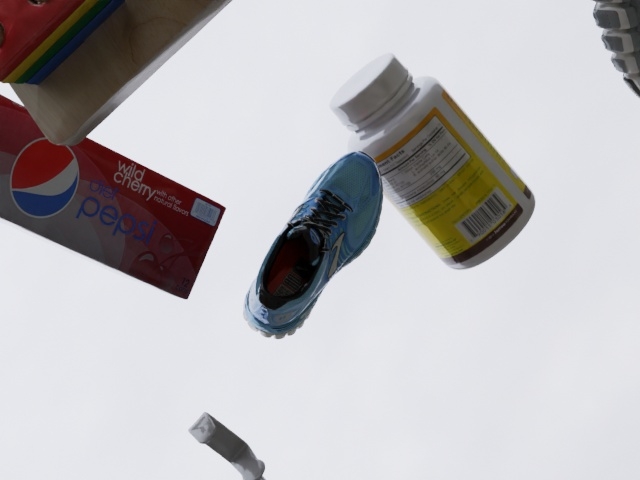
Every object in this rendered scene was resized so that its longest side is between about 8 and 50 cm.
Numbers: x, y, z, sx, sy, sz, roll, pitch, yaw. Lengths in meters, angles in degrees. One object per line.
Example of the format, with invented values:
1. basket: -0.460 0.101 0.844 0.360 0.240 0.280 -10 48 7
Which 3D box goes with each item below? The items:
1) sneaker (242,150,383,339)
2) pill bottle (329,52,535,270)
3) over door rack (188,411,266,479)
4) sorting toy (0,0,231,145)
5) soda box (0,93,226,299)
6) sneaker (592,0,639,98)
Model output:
1. sneaker: 0.000 0.000 1.455 0.162 0.063 0.073 -60 -6 -16
2. pill bottle: 0.108 -0.081 1.905 0.215 0.117 0.117 48 -112 -15
3. over door rack: -0.060 0.315 1.410 0.239 0.324 0.108 -47 -42 0
4. sorting toy: -0.170 -0.239 1.257 0.255 0.257 0.089 -40 -14 20
5. soda box: -0.201 -0.042 1.435 0.263 0.092 0.083 28 -97 -43
6. sneaker: 0.233 -0.180 1.192 0.228 0.132 0.086 59 -145 -34
